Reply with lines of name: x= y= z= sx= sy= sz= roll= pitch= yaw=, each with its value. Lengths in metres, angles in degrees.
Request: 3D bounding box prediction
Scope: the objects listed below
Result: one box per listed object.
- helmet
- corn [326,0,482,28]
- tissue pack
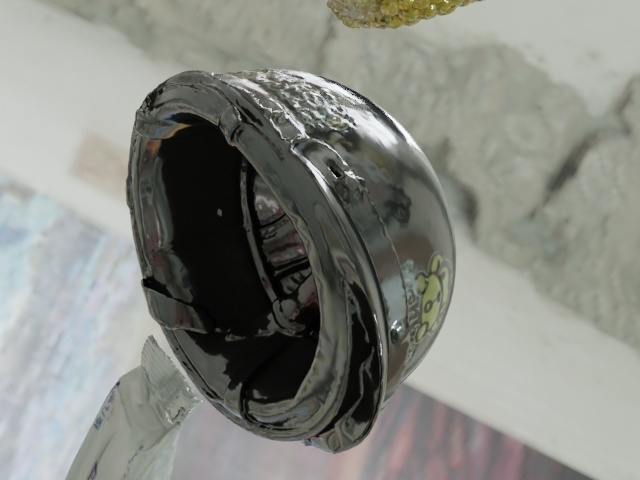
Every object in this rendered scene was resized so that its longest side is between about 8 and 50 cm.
helmet: x=0.000 y=0.000 z=1.126 sx=0.279 sy=0.160 sz=0.230 roll=30 pitch=-51 yaw=44
corn: x=0.161 y=-0.274 z=1.471 sx=0.347 sy=0.130 sz=0.130 roll=-27 pitch=177 yaw=-16
tissue pack: x=-0.107 y=0.142 z=0.800 sx=0.193 sy=0.026 sz=0.122 roll=-63 pitch=-164 yaw=2
